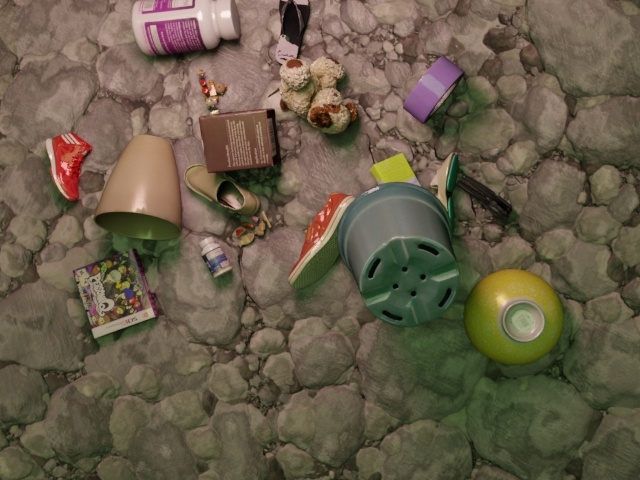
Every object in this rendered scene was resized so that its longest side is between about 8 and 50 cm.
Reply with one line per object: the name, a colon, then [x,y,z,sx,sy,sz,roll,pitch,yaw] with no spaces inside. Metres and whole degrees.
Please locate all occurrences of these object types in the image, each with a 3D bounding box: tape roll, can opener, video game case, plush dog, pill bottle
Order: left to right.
video game case: [-0.648,0.167,1.984,0.210,0.042,0.232,-19,86,3]
pill bottle: [-0.407,-0.666,1.927,0.301,0.169,0.169,-4,88,6]
pill bottle: [-0.328,0.052,1.944,0.067,0.067,0.120,-30,85,4]
plush dog: [-0.009,-0.407,1.873,0.225,0.262,0.210,48,126,15]
tape roll: [0.331,-0.439,1.836,0.080,0.189,0.189,41,92,5]
can opener: [0.491,-0.134,1.865,0.186,0.073,0.059,41,99,2]

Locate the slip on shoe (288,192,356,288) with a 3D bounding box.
slip on shoe: [0.000,0.000,1.903,0.101,0.123,0.331,35,97,37]

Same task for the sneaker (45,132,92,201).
sneaker: [-0.783,-0.242,1.991,0.128,0.087,0.221,-21,87,6]

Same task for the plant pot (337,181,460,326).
plant pot: [0.219,0.049,1.704,0.341,0.334,0.341,0,111,0]

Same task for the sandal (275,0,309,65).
sandal: [-0.087,-0.673,1.951,0.097,0.054,0.254,4,88,6]

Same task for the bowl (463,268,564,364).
bowl: [0.568,0.227,1.806,0.289,0.156,0.289,0,89,5]

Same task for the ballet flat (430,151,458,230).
ballet flat: [0.363,-0.140,1.882,0.086,0.086,0.248,4,89,6]

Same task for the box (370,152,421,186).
box: [0.240,-0.164,1.885,0.109,0.042,0.178,-25,81,-21]

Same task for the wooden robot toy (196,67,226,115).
wooden robot toy: [-0.330,-0.467,1.964,0.079,0.076,0.173,-18,87,-6]

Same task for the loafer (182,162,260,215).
loafer: [-0.311,-0.165,1.934,0.268,0.092,0.102,26,91,9]

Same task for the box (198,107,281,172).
box: [-0.236,-0.302,1.880,0.203,0.167,0.168,-5,103,6]

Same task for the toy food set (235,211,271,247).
toy food set: [-0.215,-0.038,1.962,0.122,0.019,0.078,-28,85,12]

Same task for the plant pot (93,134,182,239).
plant pot: [-0.530,-0.169,1.902,0.256,0.256,0.274,3,72,6]
